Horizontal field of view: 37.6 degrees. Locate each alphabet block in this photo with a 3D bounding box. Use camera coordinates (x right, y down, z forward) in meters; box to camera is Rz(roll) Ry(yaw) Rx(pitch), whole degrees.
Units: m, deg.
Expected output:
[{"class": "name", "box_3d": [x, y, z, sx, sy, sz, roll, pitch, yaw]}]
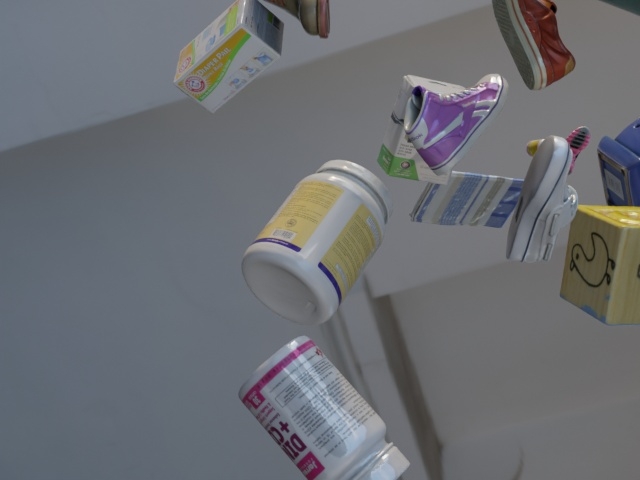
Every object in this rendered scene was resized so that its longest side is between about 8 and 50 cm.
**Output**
[{"class": "alphabet block", "box_3d": [0.610, 0.046, 1.851, 0.192, 0.194, 0.197, -140, -127, -67]}]

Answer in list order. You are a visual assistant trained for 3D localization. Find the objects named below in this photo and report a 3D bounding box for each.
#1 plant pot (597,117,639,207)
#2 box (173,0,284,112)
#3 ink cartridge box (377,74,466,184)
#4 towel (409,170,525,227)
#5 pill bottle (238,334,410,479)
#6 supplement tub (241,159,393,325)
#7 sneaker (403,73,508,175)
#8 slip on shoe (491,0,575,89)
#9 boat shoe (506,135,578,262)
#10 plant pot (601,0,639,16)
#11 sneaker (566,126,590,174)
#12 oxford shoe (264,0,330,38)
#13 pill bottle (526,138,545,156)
[{"class": "plant pot", "box_3d": [0.806, -0.159, 2.267, 0.236, 0.212, 0.235, -112, -178, -64]}, {"class": "box", "box_3d": [-0.177, -0.359, 1.814, 0.103, 0.203, 0.114, 35, 38, -30]}, {"class": "ink cartridge box", "box_3d": [0.244, -0.253, 2.170, 0.092, 0.160, 0.219, -116, -143, -59]}, {"class": "towel", "box_3d": [0.405, -0.113, 2.568, 0.209, 0.285, 0.034, 114, -26, -47]}, {"class": "pill bottle", "box_3d": [0.008, 0.313, 1.584, 0.283, 0.160, 0.160, 47, 2, 11]}, {"class": "supplement tub", "box_3d": [0.000, 0.000, 2.125, 0.331, 0.241, 0.241, -54, 140, -32]}, {"class": "sneaker", "box_3d": [0.274, -0.284, 1.926, 0.161, 0.102, 0.282, 47, 59, -17]}, {"class": "slip on shoe", "box_3d": [0.409, -0.450, 1.856, 0.123, 0.101, 0.331, 81, -7, -69]}, {"class": "boat shoe", "box_3d": [0.355, -0.060, 1.453, 0.258, 0.084, 0.095, 98, 2, -54]}, {"class": "plant pot", "box_3d": [0.618, -0.523, 1.644, 0.334, 0.341, 0.341, 34, -6, 17]}, {"class": "sneaker", "box_3d": [0.555, -0.200, 2.074, 0.119, 0.047, 0.057, -64, 171, 23]}, {"class": "oxford shoe", "box_3d": [-0.061, -0.463, 1.769, 0.348, 0.130, 0.122, -111, -164, -56]}, {"class": "pill bottle", "box_3d": [0.571, -0.240, 2.434, 0.083, 0.043, 0.043, -175, -113, -71]}]
